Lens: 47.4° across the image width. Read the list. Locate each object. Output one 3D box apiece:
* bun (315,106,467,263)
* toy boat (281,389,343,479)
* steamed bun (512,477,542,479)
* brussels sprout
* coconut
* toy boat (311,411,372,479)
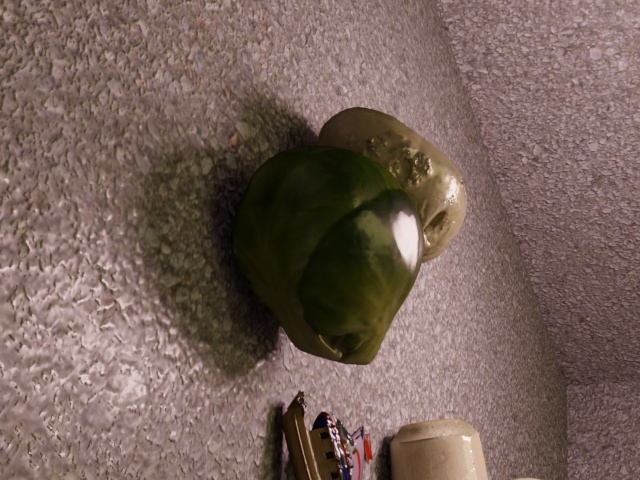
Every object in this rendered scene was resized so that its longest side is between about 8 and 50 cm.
[{"bbox_3d":[0.115,-0.100,1.429,0.234,0.326,0.362,-47,142,-7],"label":"bun"},{"bbox_3d":[-0.011,0.343,1.183,0.057,0.077,0.200,98,-23,-62],"label":"toy boat"},{"bbox_3d":[0.463,0.750,1.728,0.247,0.339,0.352,66,26,-13],"label":"steamed bun"},{"bbox_3d":[0.020,0.022,1.188,0.289,0.281,0.355,-11,101,-63],"label":"brussels sprout"},{"bbox_3d":[0.252,0.505,1.566,0.224,0.224,0.234,18,63,-61],"label":"coconut"},{"bbox_3d":[0.044,0.436,1.341,0.318,0.072,0.219,50,35,-62],"label":"toy boat"}]
